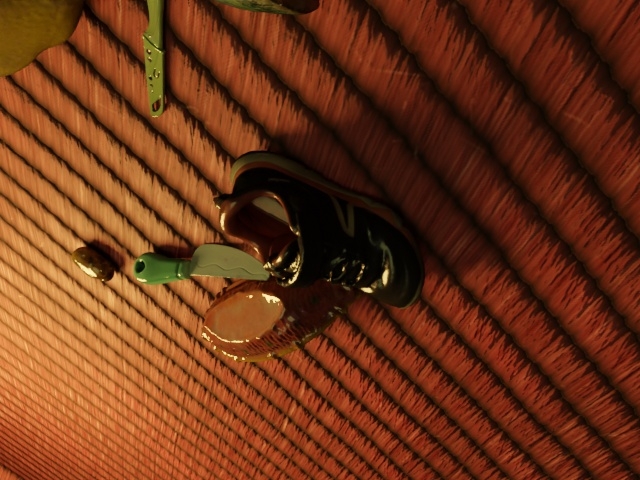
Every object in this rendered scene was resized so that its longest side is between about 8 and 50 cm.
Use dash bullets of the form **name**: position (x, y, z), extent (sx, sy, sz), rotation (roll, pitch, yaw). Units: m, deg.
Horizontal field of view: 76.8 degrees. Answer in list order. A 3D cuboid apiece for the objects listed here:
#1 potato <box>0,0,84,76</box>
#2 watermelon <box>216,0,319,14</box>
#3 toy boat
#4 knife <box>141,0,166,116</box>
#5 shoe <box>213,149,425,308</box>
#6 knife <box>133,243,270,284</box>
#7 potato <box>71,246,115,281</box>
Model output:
- **potato**: position (-0.430, -0.282, 0.434), extent (0.351, 0.202, 0.218), rotation (-2, 128, 10)
- **watermelon**: position (-0.125, -0.306, 0.282), extent (0.188, 0.175, 0.321), rotation (5, 135, 22)
- **toy boat**: position (-0.095, 0.119, 0.638), extent (0.318, 0.099, 0.140), rotation (-18, 73, 29)
- **knife**: position (-0.200, -0.245, 0.482), extent (0.030, 0.014, 0.207), rotation (19, 127, 6)
- **shoe**: position (0.000, 0.000, 0.493), extent (0.291, 0.137, 0.114), rotation (30, 128, -2)
- **knife**: position (-0.192, 0.038, 0.648), extent (0.261, 0.063, 0.035), rotation (-4, 163, 21)
- **potato**: position (-0.415, 0.044, 0.738), extent (0.083, 0.040, 0.051), rotation (35, 122, -6)
